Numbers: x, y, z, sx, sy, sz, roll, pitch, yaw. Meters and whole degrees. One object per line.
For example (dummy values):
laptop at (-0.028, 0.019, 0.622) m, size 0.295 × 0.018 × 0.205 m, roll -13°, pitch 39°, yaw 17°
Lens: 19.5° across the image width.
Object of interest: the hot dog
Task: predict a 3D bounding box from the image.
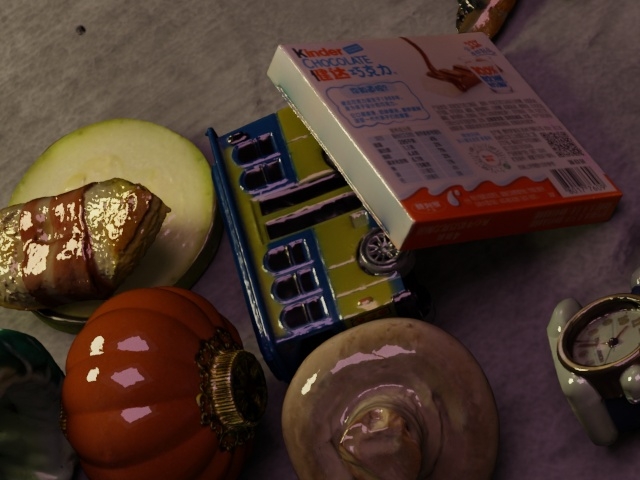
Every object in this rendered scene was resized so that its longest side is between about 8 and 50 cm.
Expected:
hot dog at (-0.252, 0.006, 1.926) m, size 0.261 × 0.093 × 0.123 m, roll -9°, pitch 69°, yaw 31°

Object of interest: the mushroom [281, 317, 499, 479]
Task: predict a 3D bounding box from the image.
mushroom at (0.062, 0.174, 1.688) m, size 0.204 × 0.204 × 0.204 m, roll -9°, pitch 58°, yaw 14°

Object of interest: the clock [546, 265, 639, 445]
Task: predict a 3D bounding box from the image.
clock at (0.334, 0.079, 1.697) m, size 0.243 × 0.146 × 0.200 m, roll -24°, pitch 28°, yaw 10°

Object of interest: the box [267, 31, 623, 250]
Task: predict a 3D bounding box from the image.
box at (0.122, -0.106, 1.839) m, size 0.273 × 0.048 × 0.265 m, roll -7°, pitch 48°, yaw -35°

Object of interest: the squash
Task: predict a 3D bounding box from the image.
squash at (-0.225, -0.013, 2.009) m, size 0.252 × 0.049 × 0.252 m, roll -8°, pitch 60°, yaw 13°

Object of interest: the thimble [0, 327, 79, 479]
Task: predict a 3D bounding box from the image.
thimble at (-0.355, 0.202, 1.789) m, size 0.167 × 0.288 × 0.254 m, roll 11°, pitch 92°, yaw 20°

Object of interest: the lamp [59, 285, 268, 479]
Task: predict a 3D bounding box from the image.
lamp at (-0.152, 0.153, 1.775) m, size 0.196 × 0.223 × 0.223 m, roll -11°, pitch 57°, yaw 24°

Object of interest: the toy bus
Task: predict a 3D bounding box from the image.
toy bus at (0.000, 0.000, 1.863) m, size 0.175 × 0.138 × 0.288 m, roll -21°, pitch 55°, yaw 4°

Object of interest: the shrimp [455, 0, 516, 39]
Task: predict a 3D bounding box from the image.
shrimp at (0.088, -0.274, 2.052) m, size 0.262 × 0.051 × 0.198 m, roll 14°, pitch 66°, yaw 22°
